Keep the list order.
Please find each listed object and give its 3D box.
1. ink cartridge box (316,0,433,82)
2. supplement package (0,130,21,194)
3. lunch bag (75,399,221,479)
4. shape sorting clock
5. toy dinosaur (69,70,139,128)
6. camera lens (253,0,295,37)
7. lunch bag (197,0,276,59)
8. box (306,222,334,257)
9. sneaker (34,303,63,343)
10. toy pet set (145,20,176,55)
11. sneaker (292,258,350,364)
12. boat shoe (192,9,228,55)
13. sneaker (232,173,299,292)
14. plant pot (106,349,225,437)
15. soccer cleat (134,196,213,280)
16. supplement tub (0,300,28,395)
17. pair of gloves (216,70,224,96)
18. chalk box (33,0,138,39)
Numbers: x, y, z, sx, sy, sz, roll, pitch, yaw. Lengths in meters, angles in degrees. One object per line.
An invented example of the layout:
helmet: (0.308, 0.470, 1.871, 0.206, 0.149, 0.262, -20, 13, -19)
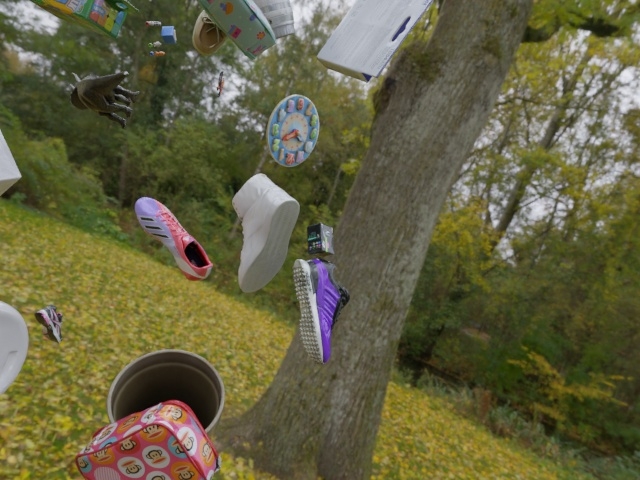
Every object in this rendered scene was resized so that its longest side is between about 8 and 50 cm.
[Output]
ink cartridge box: (0.182, -0.649, 1.488, 0.071, 0.324, 0.330, 33, 6, -46)
supplement package: (-0.942, -0.171, 1.223, 0.293, 0.175, 0.178, -22, 3, 33)
lunch bag: (-0.394, 0.535, 1.134, 0.258, 0.293, 0.120, 62, 14, -12)
shape sorting clock: (-0.074, -0.312, 1.384, 0.040, 0.206, 0.206, 28, 3, 35)
toy dinosaur: (-0.592, -0.389, 1.303, 0.161, 0.120, 0.314, 15, -1, -31)
camera lens: (-0.223, -0.857, 1.724, 0.220, 0.274, 0.219, -15, 22, 6)
lunch bag: (-0.246, -0.642, 1.316, 0.279, 0.108, 0.224, 39, 20, -50)
box: (0.000, 0.000, 1.372, 0.052, 0.083, 0.062, -15, -20, 33)
sneaker: (-1.008, 0.316, 1.829, 0.072, 0.178, 0.077, 20, 42, 15)
toy pet set: (-0.600, -0.756, 1.804, 0.114, 0.122, 0.065, -2, 23, 0)
sneaker: (0.019, 0.189, 1.331, 0.146, 0.293, 0.102, -5, -6, -26)
boat shoe: (-0.288, -0.690, 1.458, 0.105, 0.285, 0.089, 33, -8, -29)
sneaker: (-0.163, -0.023, 1.221, 0.108, 0.292, 0.169, -2, 37, -44)
plant pot: (-0.463, 0.541, 1.451, 0.324, 0.280, 0.323, 10, 39, -8)
soccer cleat: (-0.347, -0.011, 1.155, 0.248, 0.083, 0.095, 54, -42, -2)
supplement tub: (-0.808, 0.207, 0.987, 0.317, 0.228, 0.228, 10, -4, 14)
pair of gloves: (-0.350, -0.546, 1.684, 0.010, 0.074, 0.083, 13, -13, -5)
chalk box: (-0.733, -0.774, 1.533, 0.289, 0.179, 0.180, 23, 4, 6)
